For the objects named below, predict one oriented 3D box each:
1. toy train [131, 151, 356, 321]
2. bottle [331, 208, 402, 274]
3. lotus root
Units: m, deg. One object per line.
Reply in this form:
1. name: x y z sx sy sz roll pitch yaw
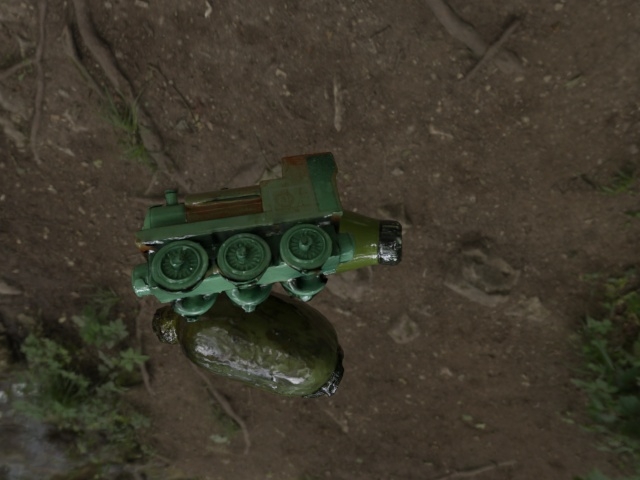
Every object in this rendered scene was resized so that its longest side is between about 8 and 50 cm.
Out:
1. toy train: -0.063 -0.005 0.358 0.175 0.119 0.074 -8 151 -6
2. bottle: 0.000 0.000 0.699 0.259 0.112 0.112 2 146 12
3. lotus root: -0.111 0.153 0.691 0.309 0.173 0.173 18 136 -6
